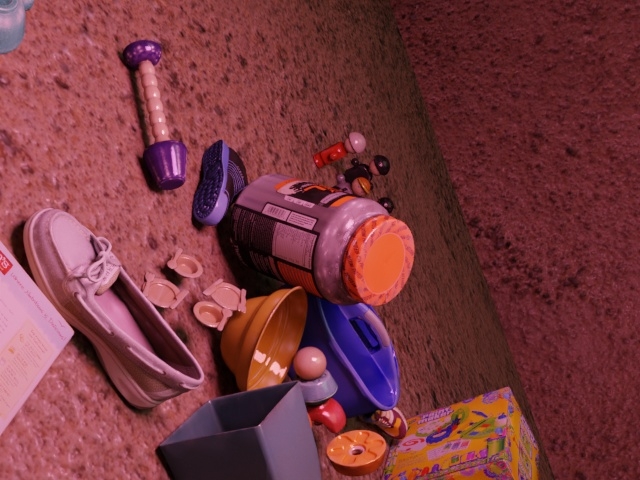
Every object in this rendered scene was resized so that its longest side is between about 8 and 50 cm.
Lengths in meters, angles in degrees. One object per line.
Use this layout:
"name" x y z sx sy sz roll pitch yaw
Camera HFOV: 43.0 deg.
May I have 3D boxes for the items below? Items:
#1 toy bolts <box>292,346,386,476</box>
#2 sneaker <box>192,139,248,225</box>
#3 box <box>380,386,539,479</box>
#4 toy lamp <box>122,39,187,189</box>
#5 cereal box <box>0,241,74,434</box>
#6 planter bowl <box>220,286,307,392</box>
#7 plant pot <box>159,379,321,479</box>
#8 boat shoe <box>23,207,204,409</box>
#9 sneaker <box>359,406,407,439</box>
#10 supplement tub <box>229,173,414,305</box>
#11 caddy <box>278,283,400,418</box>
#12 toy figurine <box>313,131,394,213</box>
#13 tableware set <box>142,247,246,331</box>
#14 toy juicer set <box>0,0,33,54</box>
"toy bolts" 0.001 0.287 1.400 0.228 0.218 0.159 -72 155 -68
"sneaker" -0.179 -0.097 1.540 0.090 0.081 0.232 43 30 -31
"box" 0.310 0.501 1.785 0.177 0.289 0.279 61 24 -13
"toy lamp" -0.288 -0.219 1.423 0.080 0.080 0.275 20 49 -61
"cereal box" -0.389 0.115 0.905 0.173 0.047 0.240 58 23 -20
"planter bowl" -0.108 0.166 1.381 0.217 0.090 0.217 -56 158 -37
"plant pot" -0.093 0.358 1.200 0.234 0.165 0.165 71 22 -7
"boat shoe" -0.279 0.087 1.107 0.320 0.103 0.118 61 23 -15
"sneaker" 0.123 0.384 1.786 0.185 0.069 0.084 53 34 -16
"supplement tub" 0.000 0.000 1.454 0.193 0.316 0.194 -20 118 -41
"caddy" 0.047 0.199 1.635 0.341 0.179 0.241 57 25 -22
"toy figurine" 0.097 -0.155 2.131 0.213 0.148 0.210 39 35 -49
"tableware set" -0.198 0.083 1.301 0.168 0.020 0.141 29 31 -2
"toy juicer set" -0.488 -0.338 1.090 0.209 0.089 0.329 37 43 -29
